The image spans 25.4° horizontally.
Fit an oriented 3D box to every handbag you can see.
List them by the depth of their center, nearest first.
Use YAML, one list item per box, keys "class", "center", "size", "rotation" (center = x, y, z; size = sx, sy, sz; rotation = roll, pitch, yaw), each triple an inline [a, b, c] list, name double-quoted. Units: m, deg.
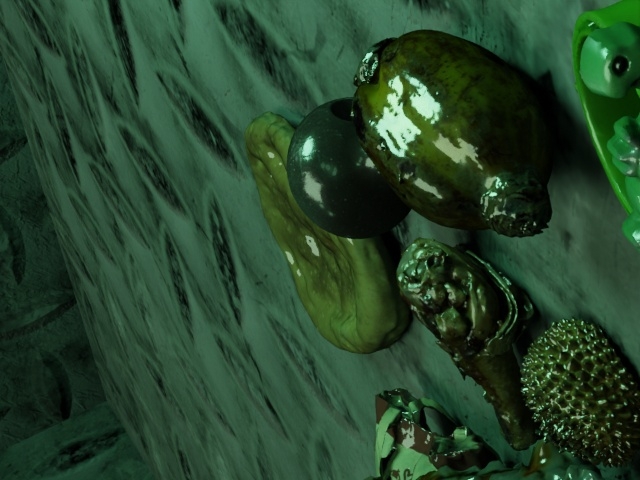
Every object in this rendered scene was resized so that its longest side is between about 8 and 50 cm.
- class: "handbag"
  center: [0.124, 0.276, 1.359]
  size: [0.213, 0.127, 0.235]
  rotation: [-161, 61, -65]

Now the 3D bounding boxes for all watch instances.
- class: "watch"
  center: [0.193, -0.082, 0.737]
  size: [0.152, 0.131, 0.165]
  rotation: [-110, -2, -67]

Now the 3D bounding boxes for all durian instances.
- class: "durian"
  center: [0.192, 0.126, 1.052]
  size: [0.140, 0.071, 0.110]
  rotation: [45, 154, 36]

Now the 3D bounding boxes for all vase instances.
- class: "vase"
  center: [0.051, -0.067, 1.150]
  size: [0.183, 0.120, 0.120]
  rotation: [-17, 98, 57]

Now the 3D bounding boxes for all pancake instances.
- class: "pancake"
  center: [0.000, 0.000, 1.466]
  size: [0.294, 0.049, 0.294]
  rotation: [54, 161, 29]

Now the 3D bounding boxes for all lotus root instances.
- class: "lotus root"
  center: [0.097, -0.073, 0.989]
  size: [0.209, 0.120, 0.120]
  rotation: [51, 157, 38]

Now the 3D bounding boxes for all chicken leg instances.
- class: "chicken leg"
  center: [0.134, 0.080, 1.164]
  size: [0.196, 0.080, 0.125]
  rotation: [56, 171, 5]

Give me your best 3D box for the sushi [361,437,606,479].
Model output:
- class: "sushi"
  center: [0.068, 0.285, 1.078]
  size: [0.417, 0.417, 0.176]
  rotation: [13, 123, 68]
